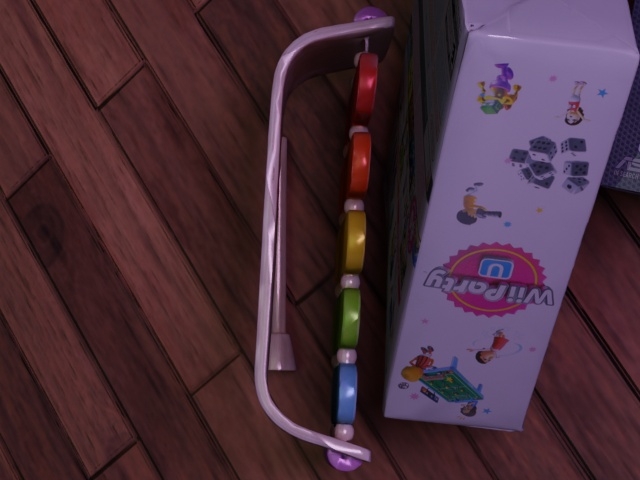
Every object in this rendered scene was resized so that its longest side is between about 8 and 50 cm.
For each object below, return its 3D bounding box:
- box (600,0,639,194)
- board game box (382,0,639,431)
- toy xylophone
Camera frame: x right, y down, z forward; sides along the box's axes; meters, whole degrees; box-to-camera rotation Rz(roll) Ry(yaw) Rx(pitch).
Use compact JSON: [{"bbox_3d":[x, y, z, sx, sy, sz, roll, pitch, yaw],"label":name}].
[{"bbox_3d":[0.233,-0.112,0.956,0.059,0.233,0.183,14,95,21],"label":"box"},{"bbox_3d":[0.101,-0.067,0.964,0.098,0.224,0.303,6,134,-3],"label":"board game box"},{"bbox_3d":[0.000,0.000,1.125,0.081,0.236,0.322,3,91,-1],"label":"toy xylophone"}]
